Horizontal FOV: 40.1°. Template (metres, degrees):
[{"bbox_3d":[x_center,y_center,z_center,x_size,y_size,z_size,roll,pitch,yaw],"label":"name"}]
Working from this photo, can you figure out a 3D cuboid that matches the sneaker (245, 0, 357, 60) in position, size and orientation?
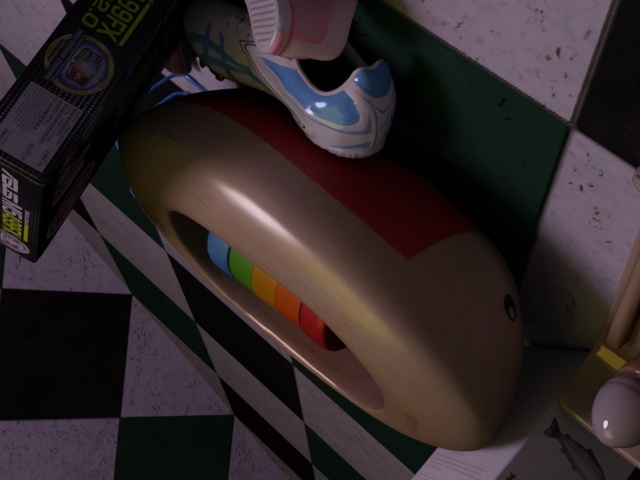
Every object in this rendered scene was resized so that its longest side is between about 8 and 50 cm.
[{"bbox_3d":[-0.015,-0.180,0.619,0.051,0.070,0.134,-49,43,48],"label":"sneaker"}]

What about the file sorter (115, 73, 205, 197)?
[{"bbox_3d":[-0.167,-0.096,1.030,0.104,0.118,0.170,45,161,14],"label":"file sorter"}]

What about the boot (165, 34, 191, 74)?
[{"bbox_3d":[-0.182,-0.230,0.919,0.106,0.037,0.114,39,164,16],"label":"boot"}]

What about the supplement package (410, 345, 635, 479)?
[{"bbox_3d":[0.183,0.192,0.763,0.105,0.179,0.105,48,162,-13],"label":"supplement package"}]

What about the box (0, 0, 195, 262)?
[{"bbox_3d":[-0.188,-0.131,0.736,0.060,0.270,0.216,31,156,-8],"label":"box"}]

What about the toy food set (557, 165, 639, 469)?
[{"bbox_3d":[0.263,0.100,0.545,0.219,0.092,0.306,37,159,26],"label":"toy food set"}]

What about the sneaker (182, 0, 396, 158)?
[{"bbox_3d":[-0.027,-0.151,0.700,0.237,0.085,0.086,38,132,34],"label":"sneaker"}]

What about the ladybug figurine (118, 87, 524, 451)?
[{"bbox_3d":[0.000,0.000,0.785,0.449,0.162,0.305,37,162,23],"label":"ladybug figurine"}]
